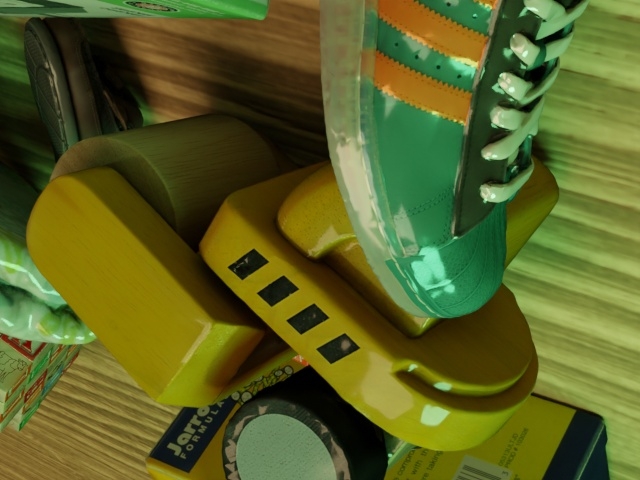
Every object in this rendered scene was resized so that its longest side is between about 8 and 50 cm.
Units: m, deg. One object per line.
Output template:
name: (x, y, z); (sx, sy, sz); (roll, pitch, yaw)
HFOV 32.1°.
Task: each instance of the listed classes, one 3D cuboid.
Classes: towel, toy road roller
towel: (-0.379, -0.046, 0.947); (0.374, 0.090, 0.320); (28, -173, -30)
toy road roller: (0.000, 0.000, 0.723); (0.329, 0.202, 0.240); (43, 121, 15)

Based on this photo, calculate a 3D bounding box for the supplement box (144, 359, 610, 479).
supplement box: (0.059, 0.231, 0.996); (0.356, 0.195, 0.194); (16, 145, 30)

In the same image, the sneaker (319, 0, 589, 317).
sneaker: (0.072, -0.105, 0.500); (0.121, 0.108, 0.302); (2, 109, 28)

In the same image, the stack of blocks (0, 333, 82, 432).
stack of blocks: (-0.355, 0.131, 1.304); (0.087, 0.171, 0.297); (36, 151, 0)

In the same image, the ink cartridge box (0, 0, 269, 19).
ink cartridge box: (-0.193, -0.199, 0.614); (0.289, 0.121, 0.211); (9, -177, 39)

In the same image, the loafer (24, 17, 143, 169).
loafer: (-0.184, -0.088, 0.929); (0.096, 0.084, 0.267); (56, 158, 32)

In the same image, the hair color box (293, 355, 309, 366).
hair color box: (-0.043, 0.030, 0.915); (0.167, 0.093, 0.053); (27, 149, 16)
